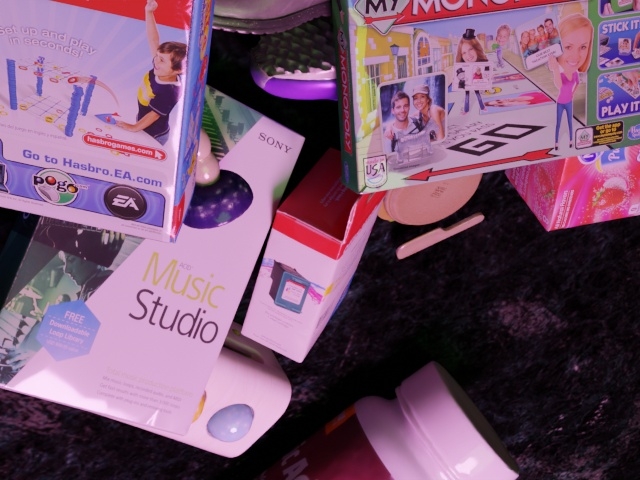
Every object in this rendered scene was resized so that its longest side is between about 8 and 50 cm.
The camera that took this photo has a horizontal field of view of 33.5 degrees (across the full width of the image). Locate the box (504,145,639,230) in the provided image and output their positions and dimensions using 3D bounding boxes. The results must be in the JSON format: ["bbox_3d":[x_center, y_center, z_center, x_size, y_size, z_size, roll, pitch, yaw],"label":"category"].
[{"bbox_3d":[0.301,-0.148,1.173,0.128,0.122,0.257,-10,133,-14],"label":"box"}]

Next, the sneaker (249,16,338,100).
[{"bbox_3d":[0.070,-0.151,1.058,0.293,0.102,0.146,-11,134,-22],"label":"sneaker"}]

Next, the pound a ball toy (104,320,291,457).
[{"bbox_3d":[-0.155,0.112,1.145,0.208,0.136,0.319,-45,136,14],"label":"pound a ball toy"}]

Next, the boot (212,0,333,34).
[{"bbox_3d":[-0.020,-0.272,0.932,0.246,0.083,0.161,-8,120,-23],"label":"boot"}]

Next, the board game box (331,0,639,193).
[{"bbox_3d":[0.166,-0.173,0.975,0.317,0.046,0.213,-11,112,-18],"label":"board game box"}]

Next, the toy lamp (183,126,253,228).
[{"bbox_3d":[-0.128,-0.140,0.883,0.080,0.080,0.274,-23,125,-10],"label":"toy lamp"}]

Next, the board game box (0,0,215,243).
[{"bbox_3d":[-0.233,-0.168,0.775,0.308,0.086,0.302,13,128,0],"label":"board game box"}]

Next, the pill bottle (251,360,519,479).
[{"bbox_3d":[0.052,0.350,1.419,0.392,0.224,0.224,-38,137,6],"label":"pill bottle"}]

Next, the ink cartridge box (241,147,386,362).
[{"bbox_3d":[0.000,0.000,1.111,0.134,0.078,0.231,-53,167,-48],"label":"ink cartridge box"}]

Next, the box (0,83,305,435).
[{"bbox_3d":[-0.166,0.003,0.987,0.232,0.058,0.322,24,84,-39],"label":"box"}]

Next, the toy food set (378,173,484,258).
[{"bbox_3d":[0.121,-0.066,1.203,0.132,0.038,0.192,-24,144,-5],"label":"toy food set"}]
